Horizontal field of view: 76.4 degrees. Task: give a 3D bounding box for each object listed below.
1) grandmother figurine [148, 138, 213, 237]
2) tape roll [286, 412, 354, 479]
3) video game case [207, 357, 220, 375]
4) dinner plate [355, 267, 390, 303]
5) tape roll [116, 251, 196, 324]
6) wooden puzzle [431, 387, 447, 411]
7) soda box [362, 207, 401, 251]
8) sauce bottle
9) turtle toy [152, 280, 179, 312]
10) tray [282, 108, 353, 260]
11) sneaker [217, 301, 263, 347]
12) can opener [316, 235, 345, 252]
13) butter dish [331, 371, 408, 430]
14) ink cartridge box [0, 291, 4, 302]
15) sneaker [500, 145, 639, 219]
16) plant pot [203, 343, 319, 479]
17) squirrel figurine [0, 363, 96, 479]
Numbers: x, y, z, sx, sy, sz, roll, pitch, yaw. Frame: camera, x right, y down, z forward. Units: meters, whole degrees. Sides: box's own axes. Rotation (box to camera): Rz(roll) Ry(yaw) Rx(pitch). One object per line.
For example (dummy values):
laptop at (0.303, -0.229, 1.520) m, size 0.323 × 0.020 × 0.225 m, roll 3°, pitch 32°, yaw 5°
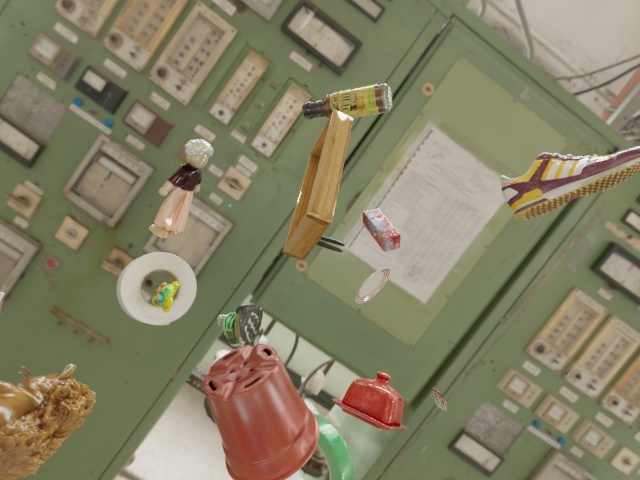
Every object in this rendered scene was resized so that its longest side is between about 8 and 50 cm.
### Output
grandmother figurine at (-0.452, -0.179, 1.357) m, size 0.104 × 0.342 × 0.208 m, roll 27°, pitch 15°, yaw -3°
tape roll at (-0.039, 0.774, 1.419) m, size 0.321 × 0.321 × 0.077 m, roll 38°, pitch 23°, yaw 28°
video game case at (-0.425, 0.607, 1.716) m, size 0.190 × 0.022 × 0.173 m, roll -133°, pitch -154°, yaw -84°
dinner plate at (0.153, 0.131, 1.211) m, size 0.017 × 0.141 × 0.141 m, roll 43°, pitch 8°, yaw 29°
tape roll at (-0.645, 0.191, 1.612) m, size 0.286 × 0.285 × 0.100 m, roll 33°, pitch -24°, yaw -27°
wooden puzzle at (0.318, 0.425, 1.086) m, size 0.083 × 0.006 × 0.049 m, roll 171°, pitch -98°, yaw -77°
soda box at (0.304, -0.057, 2.053) m, size 0.263 × 0.092 × 0.083 m, roll -118°, pitch -161°, yaw -48°
sauce bottle at (0.095, -0.521, 1.565) m, size 0.345 × 0.111 × 0.111 m, roll -2°, pitch -14°, yaw 26°
turtle toy at (-0.540, 0.195, 1.405) m, size 0.066 × 0.130 × 0.095 m, roll 22°, pitch 48°, yaw -20°
tray at (-0.001, -0.164, 1.168) m, size 0.076 × 0.410 × 0.202 m, roll 21°, pitch -36°, yaw -13°
sneaker at (-0.339, 0.347, 1.623) m, size 0.182 × 0.157 × 0.410 m, roll 21°, pitch -32°, yaw 5°
can opener at (0.000, 0.000, 1.518) m, size 0.186 × 0.059 × 0.073 m, roll 25°, pitch 17°, yaw 3°
butter dish at (0.134, 0.373, 0.971) m, size 0.160 × 0.118 × 0.160 m, roll 14°, pitch -17°, yaw 33°
ink cartridge box at (-1.032, 0.306, 1.210) m, size 0.069 × 0.371 × 0.175 m, roll 25°, pitch 42°, yaw -29°
sneaker at (0.357, -0.102, 0.584) m, size 0.070 × 0.186 × 0.083 m, roll 24°, pitch 45°, yaw -59°
plant pot at (-0.170, 0.441, 1.084) m, size 0.272 × 0.273 × 0.264 m, roll -132°, pitch -157°, yaw -67°
squirrel figurine at (-0.864, 0.526, 1.214) m, size 0.398 × 0.280 × 0.370 m, roll 4°, pitch 2°, yaw 14°
